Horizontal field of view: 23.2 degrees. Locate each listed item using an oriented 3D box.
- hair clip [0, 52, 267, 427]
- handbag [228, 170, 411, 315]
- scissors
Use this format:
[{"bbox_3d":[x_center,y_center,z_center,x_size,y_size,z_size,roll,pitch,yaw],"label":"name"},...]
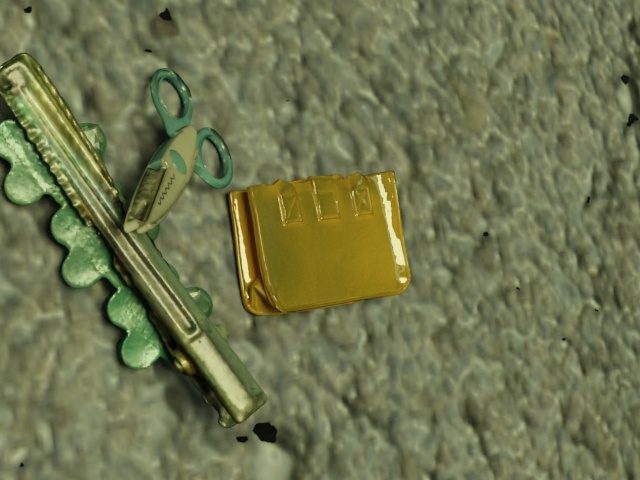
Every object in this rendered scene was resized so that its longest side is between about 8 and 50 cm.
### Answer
[{"bbox_3d":[-0.081,0.006,0.618,0.049,0.049,0.173,-42,104,-38],"label":"hair clip"},{"bbox_3d":[0.000,0.000,0.700,0.083,0.027,0.061,-6,86,-41],"label":"handbag"},{"bbox_3d":[-0.061,-0.031,0.628,0.058,0.014,0.119,57,20,-17],"label":"scissors"}]
